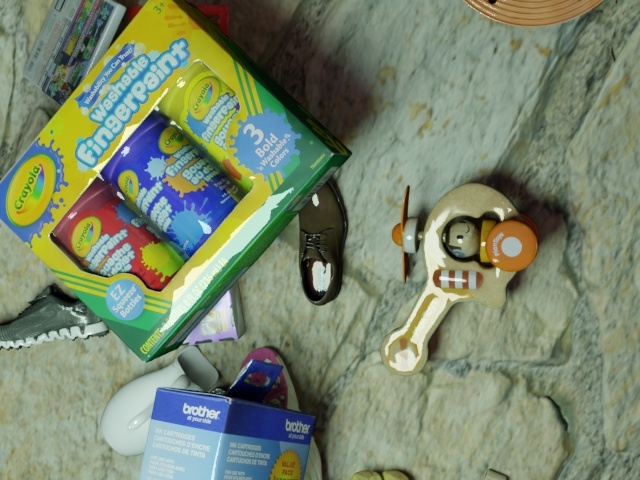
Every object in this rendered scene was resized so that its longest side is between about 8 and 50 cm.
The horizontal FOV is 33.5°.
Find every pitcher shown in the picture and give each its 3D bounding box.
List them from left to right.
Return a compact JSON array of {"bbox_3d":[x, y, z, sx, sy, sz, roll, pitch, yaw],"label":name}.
[{"bbox_3d":[-0.290,0.288,1.849,0.207,0.178,0.125,-40,88,11],"label":"pitcher"}]

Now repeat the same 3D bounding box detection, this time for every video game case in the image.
[{"bbox_3d":[-0.425,-0.339,1.823,0.183,0.023,0.201,36,103,40],"label":"video game case"}]

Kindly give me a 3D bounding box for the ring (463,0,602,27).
[{"bbox_3d":[0.348,-0.515,1.721,0.337,0.032,0.336,1,98,10],"label":"ring"}]

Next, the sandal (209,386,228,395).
[{"bbox_3d":[-0.147,0.335,1.907,0.067,0.040,0.179,-29,106,17],"label":"sandal"}]

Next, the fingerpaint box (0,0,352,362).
[{"bbox_3d":[-0.240,-0.098,1.672,0.371,0.163,0.445,44,101,6],"label":"fingerpaint box"}]

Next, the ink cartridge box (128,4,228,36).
[{"bbox_3d":[-0.252,-0.288,1.835,0.189,0.066,0.232,1,101,9],"label":"ink cartridge box"}]

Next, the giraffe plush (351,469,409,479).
[{"bbox_3d":[0.103,0.523,1.835,0.181,0.210,0.170,23,129,2],"label":"giraffe plush"}]

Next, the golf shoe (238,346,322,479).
[{"bbox_3d":[-0.069,0.341,1.862,0.115,0.140,0.306,-18,71,23],"label":"golf shoe"}]

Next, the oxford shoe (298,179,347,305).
[{"bbox_3d":[0.000,0.000,1.809,0.083,0.096,0.227,-5,95,12],"label":"oxford shoe"}]

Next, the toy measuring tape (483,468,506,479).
[{"bbox_3d":[0.243,0.560,1.853,0.121,0.121,0.330,22,77,6],"label":"toy measuring tape"}]

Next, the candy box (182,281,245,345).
[{"bbox_3d":[-0.244,0.100,1.873,0.196,0.070,0.165,-7,96,9],"label":"candy box"}]

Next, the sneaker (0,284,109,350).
[{"bbox_3d":[-0.502,0.136,1.919,0.234,0.078,0.106,-8,93,6],"label":"sneaker"}]

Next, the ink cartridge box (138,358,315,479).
[{"bbox_3d":[-0.151,0.381,1.658,0.151,0.270,0.395,3,79,30],"label":"ink cartridge box"}]

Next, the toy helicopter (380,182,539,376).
[{"bbox_3d":[0.193,0.062,1.767,0.235,0.140,0.355,31,103,6],"label":"toy helicopter"}]
